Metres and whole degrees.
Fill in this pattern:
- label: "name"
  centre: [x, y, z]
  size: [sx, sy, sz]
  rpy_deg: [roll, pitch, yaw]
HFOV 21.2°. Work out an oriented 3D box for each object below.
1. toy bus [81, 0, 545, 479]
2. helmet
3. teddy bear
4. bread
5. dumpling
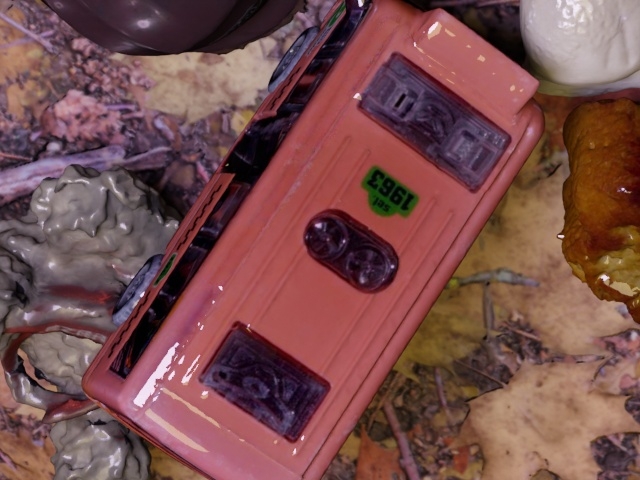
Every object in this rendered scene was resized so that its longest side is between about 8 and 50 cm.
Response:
- label: "toy bus"
  centre: [0.000, 0.000, 1.388]
  size: [0.203, 0.233, 0.427]
  rpy_deg: [35, 83, -13]
- label: "helmet"
  centre: [-0.148, -0.257, 1.410]
  size: [0.305, 0.177, 0.225]
  rpy_deg: [41, 118, -9]
- label: "teddy bear"
  centre: [-0.129, 0.069, 1.571]
  size: [0.367, 0.224, 0.357]
  rpy_deg: [-13, 129, 17]
- label: "bread"
  centre: [0.312, -0.023, 1.446]
  size: [0.232, 0.135, 0.247]
  rpy_deg: [-19, 127, 36]
- label: "dumpling"
  centre: [0.244, -0.192, 1.386]
  size: [0.166, 0.126, 0.216]
  rpy_deg: [3, 117, -6]
